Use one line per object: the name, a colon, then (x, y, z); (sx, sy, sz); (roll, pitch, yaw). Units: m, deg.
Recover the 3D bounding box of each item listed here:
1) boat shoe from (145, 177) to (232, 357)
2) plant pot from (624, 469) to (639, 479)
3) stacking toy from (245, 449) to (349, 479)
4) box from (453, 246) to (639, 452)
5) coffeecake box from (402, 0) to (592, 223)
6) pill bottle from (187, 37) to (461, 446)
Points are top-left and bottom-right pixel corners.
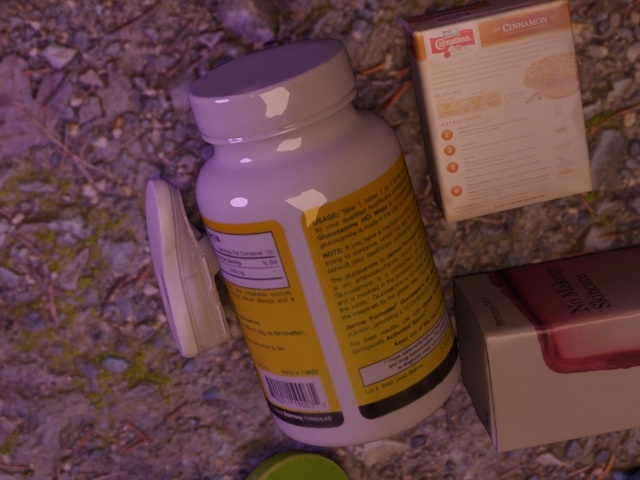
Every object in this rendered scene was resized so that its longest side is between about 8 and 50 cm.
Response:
boat shoe: (-0.121, 0.023, 1.205); (0.063, 0.066, 0.184); (-16, 109, -16)
plant pot: (0.446, 0.300, 1.327); (0.234, 0.165, 0.165); (-10, 111, 5)
stacking toy: (-0.079, 0.362, 1.337); (0.279, 0.130, 0.309); (-39, 115, -20)
box: (0.258, 0.098, 1.230); (0.232, 0.148, 0.126); (-9, 111, -4)
coffeecake box: (0.164, -0.125, 1.179); (0.142, 0.068, 0.185); (-13, 111, -2)
pill bottle: (0.000, 0.000, 1.142); (0.188, 0.188, 0.334); (-17, 111, 0)
